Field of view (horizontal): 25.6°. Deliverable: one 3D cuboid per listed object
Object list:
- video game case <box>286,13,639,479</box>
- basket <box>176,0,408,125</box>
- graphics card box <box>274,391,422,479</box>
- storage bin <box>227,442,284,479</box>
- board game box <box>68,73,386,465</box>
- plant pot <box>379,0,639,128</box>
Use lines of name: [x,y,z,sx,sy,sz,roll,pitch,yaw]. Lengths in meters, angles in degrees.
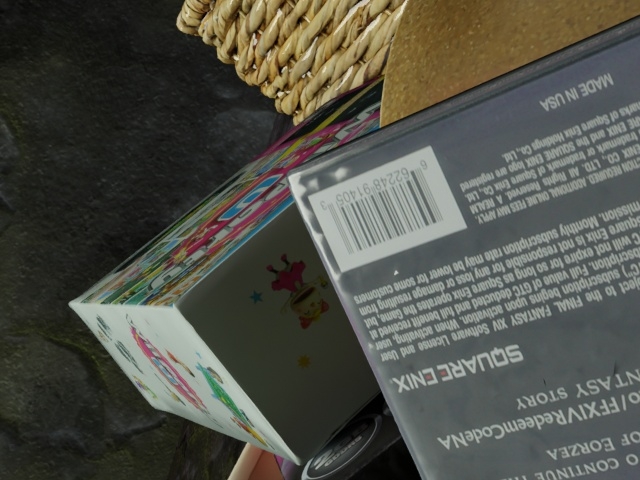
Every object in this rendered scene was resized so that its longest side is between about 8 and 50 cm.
video game case: [0.119,0.076,0.351,0.196,0.274,0.026,-21,7,41]
basket: [0.087,-0.198,0.930,0.213,0.223,0.299,-47,0,-38]
graphics card box: [0.079,0.058,0.762,0.232,0.094,0.371,-37,10,-2]
storage bin: [-0.008,0.169,1.084,0.262,0.123,0.260,-62,4,-33]
board game box: [0.000,0.000,0.758,0.224,0.097,0.303,-40,10,-16]
plant pot: [0.185,-0.034,0.399,0.254,0.237,0.237,-20,51,51]
